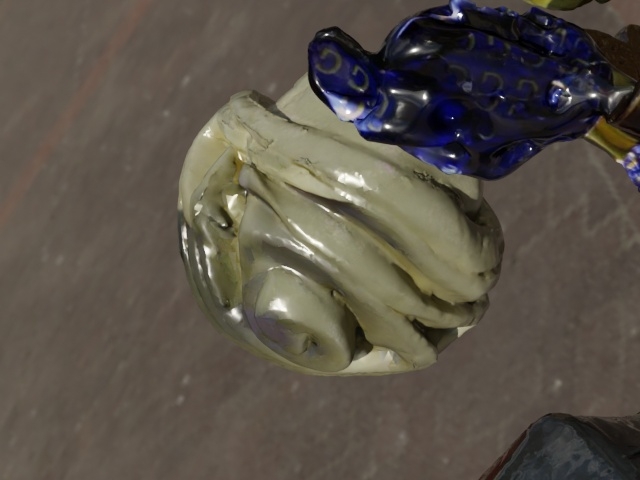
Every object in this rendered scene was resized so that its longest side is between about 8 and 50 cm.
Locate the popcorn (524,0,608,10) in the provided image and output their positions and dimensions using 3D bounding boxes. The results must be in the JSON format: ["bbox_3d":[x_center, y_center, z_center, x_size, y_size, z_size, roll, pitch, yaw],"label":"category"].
[{"bbox_3d":[0.196,-0.306,1.104,0.276,0.225,0.276,-42,0,0],"label":"popcorn"}]

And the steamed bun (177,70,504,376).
[{"bbox_3d":[0.000,0.000,1.509,0.352,0.339,0.247,-1,29,40],"label":"steamed bun"}]

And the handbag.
[{"bbox_3d":[0.205,0.248,1.159,0.181,0.181,0.254,49,117,35],"label":"handbag"}]

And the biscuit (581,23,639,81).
[{"bbox_3d":[0.277,-0.123,1.264,0.036,0.225,0.166,-53,46,45],"label":"biscuit"}]

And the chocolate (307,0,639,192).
[{"bbox_3d":[0.160,-0.072,0.863,0.148,0.343,0.126,118,172,-70],"label":"chocolate"}]
